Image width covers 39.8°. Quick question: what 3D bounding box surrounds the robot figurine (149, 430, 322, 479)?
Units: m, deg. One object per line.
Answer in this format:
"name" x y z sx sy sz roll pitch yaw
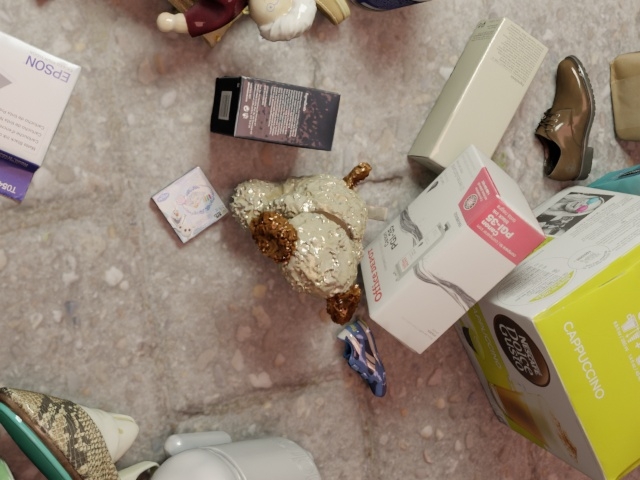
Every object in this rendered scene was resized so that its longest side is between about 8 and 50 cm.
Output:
"robot figurine" -0.133 0.417 1.384 0.353 0.300 0.200 5 123 -50

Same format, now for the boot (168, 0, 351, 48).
"boot" -0.098 -0.370 1.362 0.262 0.095 0.203 37 93 -29

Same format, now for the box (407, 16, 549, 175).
"box" 0.270 -0.237 1.522 0.113 0.094 0.275 31 88 -21

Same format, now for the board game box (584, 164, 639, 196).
"board game box" 0.618 -0.015 1.527 0.079 0.336 0.254 -29 92 -13

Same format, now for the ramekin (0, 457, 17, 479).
"ramekin" -0.464 0.463 1.265 0.148 0.303 0.304 -27 107 -22

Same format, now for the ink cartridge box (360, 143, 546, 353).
"ink cartridge box" 0.201 0.013 1.426 0.117 0.207 0.283 37 111 -21

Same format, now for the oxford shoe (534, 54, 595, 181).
"oxford shoe" 0.437 -0.218 1.594 0.096 0.083 0.227 -5 99 -15

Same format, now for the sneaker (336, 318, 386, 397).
"sneaker" 0.073 0.211 1.547 0.059 0.053 0.144 -23 97 -16

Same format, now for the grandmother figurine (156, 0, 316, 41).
"grandmother figurine" -0.165 -0.381 1.244 0.342 0.104 0.208 27 105 -6

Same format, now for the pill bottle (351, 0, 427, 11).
"pill bottle" 0.133 -0.436 1.346 0.153 0.264 0.153 -4 100 -20

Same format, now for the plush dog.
"plush dog" 0.000 0.000 1.361 0.210 0.225 0.262 -37 116 28

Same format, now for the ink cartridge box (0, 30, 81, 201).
"ink cartridge box" -0.491 -0.195 1.275 0.223 0.045 0.224 22 91 -22

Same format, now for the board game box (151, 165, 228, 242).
"board game box" -0.208 -0.058 1.415 0.090 0.020 0.090 -35 109 -11

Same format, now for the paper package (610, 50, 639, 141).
"paper package" 0.744 -0.265 1.569 0.309 0.325 0.168 -10 102 -19

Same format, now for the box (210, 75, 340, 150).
"box" -0.073 -0.197 1.369 0.158 0.156 0.093 6 98 -21

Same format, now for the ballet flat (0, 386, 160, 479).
"ballet flat" -0.336 0.389 1.389 0.182 0.164 0.483 -35 116 -34

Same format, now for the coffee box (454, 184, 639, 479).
"coffee box" 0.462 0.145 1.525 0.338 0.334 0.338 -32 108 -13
